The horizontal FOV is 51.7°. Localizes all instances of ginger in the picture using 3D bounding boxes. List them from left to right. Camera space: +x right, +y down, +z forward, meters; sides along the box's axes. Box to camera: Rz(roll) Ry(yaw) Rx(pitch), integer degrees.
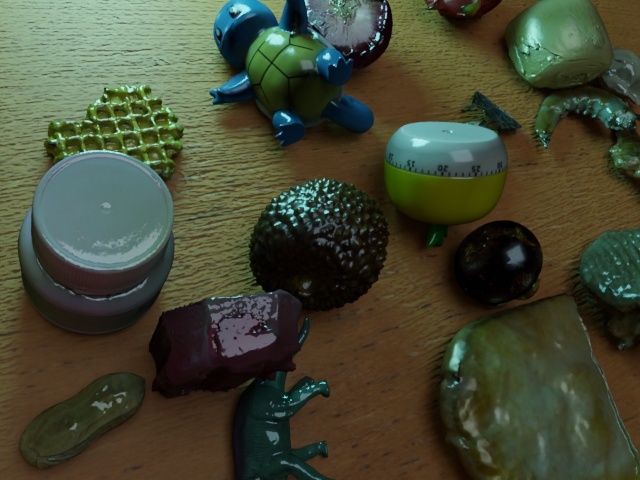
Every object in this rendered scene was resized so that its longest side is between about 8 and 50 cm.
[{"bbox_3d":[0.849,-0.249,1.797,0.148,0.081,0.333,1,57,-8],"label":"ginger"}]

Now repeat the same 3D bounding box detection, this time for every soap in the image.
[{"bbox_3d":[-0.162,0.174,1.075,0.220,0.325,0.127,-5,74,-21],"label":"soap"}]

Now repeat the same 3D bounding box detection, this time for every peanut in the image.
[{"bbox_3d":[-0.380,0.284,1.071,0.214,0.098,0.090,-33,73,-32],"label":"peanut"}]

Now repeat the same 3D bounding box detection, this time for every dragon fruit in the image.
[{"bbox_3d":[0.375,-0.679,1.716,0.227,0.224,0.224,-21,77,-44],"label":"dragon fruit"}]

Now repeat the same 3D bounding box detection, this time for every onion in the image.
[{"bbox_3d":[0.046,-0.502,1.541,0.248,0.161,0.247,6,60,-10],"label":"onion"}]

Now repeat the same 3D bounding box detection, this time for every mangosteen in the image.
[{"bbox_3d":[0.401,0.062,1.436,0.217,0.192,0.192,37,58,-28],"label":"mangosteen"}]

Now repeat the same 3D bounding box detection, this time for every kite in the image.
[{"bbox_3d":[0.407,-0.303,1.608,0.152,0.015,0.285,41,29,9],"label":"kite"}]

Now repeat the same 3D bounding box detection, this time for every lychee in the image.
[{"bbox_3d":[0.000,0.000,1.267,0.268,0.267,0.267,8,66,-18],"label":"lychee"}]

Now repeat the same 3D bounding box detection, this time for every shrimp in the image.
[{"bbox_3d":[0.688,-0.344,1.759,0.287,0.068,0.185,-11,54,-13],"label":"shrimp"}]

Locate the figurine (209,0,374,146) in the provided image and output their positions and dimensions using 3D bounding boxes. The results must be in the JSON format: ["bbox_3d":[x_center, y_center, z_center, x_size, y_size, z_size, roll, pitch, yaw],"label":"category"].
[{"bbox_3d":[-0.054,-0.363,1.411,0.416,0.298,0.243,37,26,-6],"label":"figurine"}]

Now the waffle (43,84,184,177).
[{"bbox_3d":[-0.397,-0.205,1.297,0.249,0.056,0.253,20,64,-13],"label":"waffle"}]

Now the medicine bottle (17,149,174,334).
[{"bbox_3d":[-0.361,0.009,1.076,0.241,0.302,0.241,8,66,-19],"label":"medicine bottle"}]

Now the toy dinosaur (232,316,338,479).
[{"bbox_3d":[-0.145,0.340,1.151,0.331,0.129,0.383,-6,69,-15],"label":"toy dinosaur"}]

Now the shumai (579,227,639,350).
[{"bbox_3d":[0.766,0.129,1.543,0.267,0.314,0.262,-28,118,2],"label":"shumai"}]

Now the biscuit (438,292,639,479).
[{"bbox_3d":[0.439,0.352,1.366,0.447,0.104,0.429,-12,72,-28],"label":"biscuit"}]

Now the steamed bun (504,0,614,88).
[{"bbox_3d":[0.649,-0.532,1.758,0.273,0.166,0.231,-8,65,-5],"label":"steamed bun"}]

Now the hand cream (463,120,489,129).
[{"bbox_3d":[0.378,-0.182,1.586,0.084,0.084,0.203,1,73,-21],"label":"hand cream"}]

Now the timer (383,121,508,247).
[{"bbox_3d":[0.264,-0.106,1.433,0.285,0.285,0.285,8,66,-18],"label":"timer"}]

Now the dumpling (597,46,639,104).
[{"bbox_3d":[0.830,-0.463,1.851,0.151,0.124,0.229,-34,80,-37],"label":"dumpling"}]
